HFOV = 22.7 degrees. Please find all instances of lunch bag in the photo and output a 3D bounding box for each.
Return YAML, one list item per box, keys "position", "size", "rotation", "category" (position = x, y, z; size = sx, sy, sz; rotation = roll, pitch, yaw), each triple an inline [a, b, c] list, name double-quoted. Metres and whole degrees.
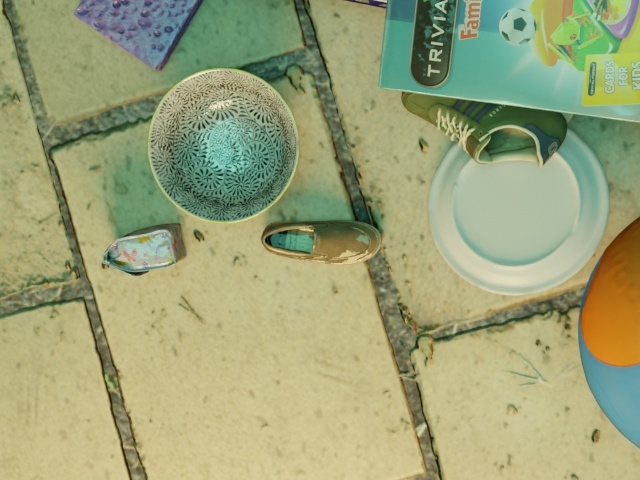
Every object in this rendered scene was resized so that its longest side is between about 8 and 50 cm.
- position: [-0.199, 0.012, 1.800]
  size: [0.083, 0.071, 0.053]
  rotation: [-8, 95, 6]
  category: "lunch bag"

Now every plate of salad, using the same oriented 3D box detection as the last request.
- position: [0.217, -0.038, 1.744]
  size: [0.199, 0.048, 0.200]
  rotation: [-3, 80, 16]
  category: "plate of salad"

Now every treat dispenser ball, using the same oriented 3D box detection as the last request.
- position: [0.405, 0.092, 1.607]
  size: [0.288, 0.288, 0.288]
  rotation: [0, 93, 8]
  category: "treat dispenser ball"

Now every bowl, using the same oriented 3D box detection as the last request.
- position: [-0.101, -0.105, 1.775]
  size: [0.170, 0.080, 0.170]
  rotation: [0, 93, 9]
  category: "bowl"

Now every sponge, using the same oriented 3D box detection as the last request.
- position: [-0.177, -0.311, 1.801]
  size: [0.117, 0.031, 0.210]
  rotation: [32, 97, 5]
  category: "sponge"

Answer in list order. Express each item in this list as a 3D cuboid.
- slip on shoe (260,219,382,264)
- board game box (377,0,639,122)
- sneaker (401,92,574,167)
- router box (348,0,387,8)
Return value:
- position: [0.000, 0.000, 1.785]
  size: [0.135, 0.041, 0.051]
  rotation: [7, 94, 8]
  category: "slip on shoe"
- position: [0.240, -0.260, 1.609]
  size: [0.336, 0.079, 0.254]
  rotation: [8, 104, 11]
  category: "board game box"
- position: [0.169, -0.125, 1.713]
  size: [0.192, 0.064, 0.086]
  rotation: [10, 58, 19]
  category: "sneaker"
- position: [0.052, -0.409, 1.720]
  size: [0.335, 0.082, 0.301]
  rotation: [12, 94, 1]
  category: "router box"
